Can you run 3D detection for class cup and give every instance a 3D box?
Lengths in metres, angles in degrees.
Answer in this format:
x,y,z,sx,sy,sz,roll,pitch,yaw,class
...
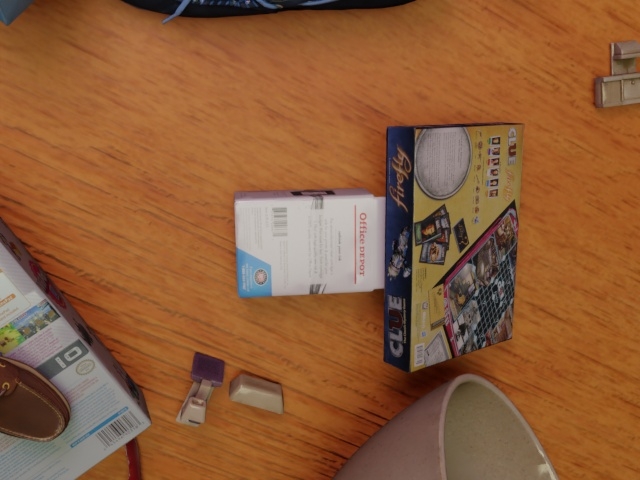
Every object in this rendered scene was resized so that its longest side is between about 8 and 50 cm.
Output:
x,y,z,sx,sy,sz,roll,pitch,yaw,class
0.113,0.337,0.708,0.237,0.331,0.331,-29,106,26,cup

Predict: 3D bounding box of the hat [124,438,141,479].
x,y,z,sx,sy,sz,roll,pitch,yaw,class
-0.173,0.356,0.797,0.173,0.183,0.208,12,142,-3,hat

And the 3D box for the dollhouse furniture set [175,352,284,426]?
x,y,z,sx,sy,sz,roll,pitch,yaw,class
-0.101,0.196,0.749,0.114,0.091,0.081,19,114,-14,dollhouse furniture set

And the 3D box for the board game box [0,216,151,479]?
x,y,z,sx,sy,sz,roll,pitch,yaw,class
-0.345,0.119,0.652,0.224,0.097,0.303,-34,113,-9,board game box

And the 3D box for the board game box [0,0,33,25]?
x,y,z,sx,sy,sz,roll,pitch,yaw,class
-0.300,-0.366,0.541,0.316,0.064,0.242,39,74,-6,board game box

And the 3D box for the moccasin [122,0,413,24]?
x,y,z,sx,sy,sz,roll,pitch,yaw,class
-0.041,-0.280,0.627,0.342,0.117,0.137,-7,103,-5,moccasin

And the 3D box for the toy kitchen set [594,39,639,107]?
x,y,z,sx,sy,sz,roll,pitch,yaw,class
0.348,-0.180,0.723,0.083,0.075,0.068,-9,102,-10,toy kitchen set

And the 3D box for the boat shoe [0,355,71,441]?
x,y,z,sx,sy,sz,roll,pitch,yaw,class
-0.297,0.127,0.586,0.178,0.060,0.064,42,87,-24,boat shoe

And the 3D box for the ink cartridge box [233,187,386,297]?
x,y,z,sx,sy,sz,roll,pitch,yaw,class
0.000,0.000,0.723,0.180,0.060,0.104,-2,102,-7,ink cartridge box

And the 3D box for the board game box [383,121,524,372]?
x,y,z,sx,sy,sz,roll,pitch,yaw,class
0.141,0.001,0.715,0.165,0.042,0.243,-8,104,-36,board game box
